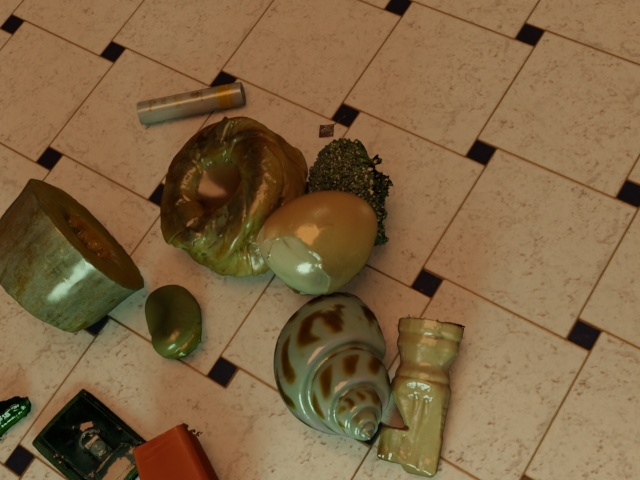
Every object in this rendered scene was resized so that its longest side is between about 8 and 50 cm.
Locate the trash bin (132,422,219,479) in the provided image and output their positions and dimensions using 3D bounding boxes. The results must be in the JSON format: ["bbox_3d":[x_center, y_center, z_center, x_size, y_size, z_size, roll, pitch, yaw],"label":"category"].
[{"bbox_3d":[-0.248,0.483,1.735,0.185,0.161,0.238,-26,59,-1],"label":"trash bin"}]

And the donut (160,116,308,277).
[{"bbox_3d":[-0.189,-0.091,1.955,0.360,0.170,0.360,-16,61,30],"label":"donut"}]

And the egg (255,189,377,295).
[{"bbox_3d":[0.000,0.000,1.782,0.244,0.201,0.201,-33,63,-8],"label":"egg"}]

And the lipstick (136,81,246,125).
[{"bbox_3d":[-0.315,-0.333,2.183,0.264,0.059,0.059,-10,64,7],"label":"lipstick"}]

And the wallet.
[{"bbox_3d":[-0.473,0.428,1.867,0.236,0.055,0.160,33,69,24],"label":"wallet"}]

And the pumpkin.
[{"bbox_3d":[-0.565,0.043,1.936,0.199,0.332,0.332,-41,63,6],"label":"pumpkin"}]

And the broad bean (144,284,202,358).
[{"bbox_3d":[-0.316,0.174,1.933,0.125,0.082,0.174,-17,64,6],"label":"broad bean"}]

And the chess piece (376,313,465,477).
[{"bbox_3d":[0.196,0.304,1.755,0.137,0.137,0.300,6,78,15],"label":"chess piece"}]

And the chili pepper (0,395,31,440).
[{"bbox_3d":[-0.723,0.387,1.934,0.216,0.062,0.108,-24,63,-2],"label":"chili pepper"}]

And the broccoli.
[{"bbox_3d":[0.070,-0.097,1.930,0.226,0.198,0.176,33,34,-2],"label":"broccoli"}]

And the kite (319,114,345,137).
[{"bbox_3d":[0.029,-0.263,2.108,0.078,0.002,0.044,-21,63,2],"label":"kite"}]

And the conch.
[{"bbox_3d":[0.031,0.250,1.744,0.368,0.197,0.249,39,102,36],"label":"conch"}]
